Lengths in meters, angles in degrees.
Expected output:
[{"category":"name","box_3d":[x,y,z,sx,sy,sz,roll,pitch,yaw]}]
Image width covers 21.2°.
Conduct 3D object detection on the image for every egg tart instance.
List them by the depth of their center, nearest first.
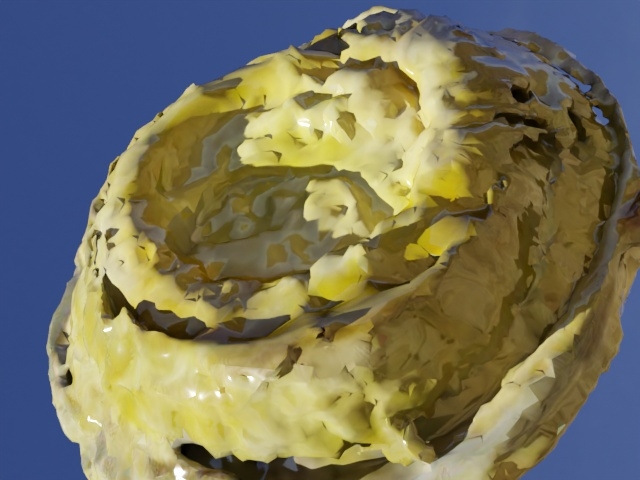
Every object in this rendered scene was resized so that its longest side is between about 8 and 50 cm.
[{"category":"egg tart","box_3d":[0.000,0.000,0.698,0.095,0.279,0.279,58,-133,-47]}]
